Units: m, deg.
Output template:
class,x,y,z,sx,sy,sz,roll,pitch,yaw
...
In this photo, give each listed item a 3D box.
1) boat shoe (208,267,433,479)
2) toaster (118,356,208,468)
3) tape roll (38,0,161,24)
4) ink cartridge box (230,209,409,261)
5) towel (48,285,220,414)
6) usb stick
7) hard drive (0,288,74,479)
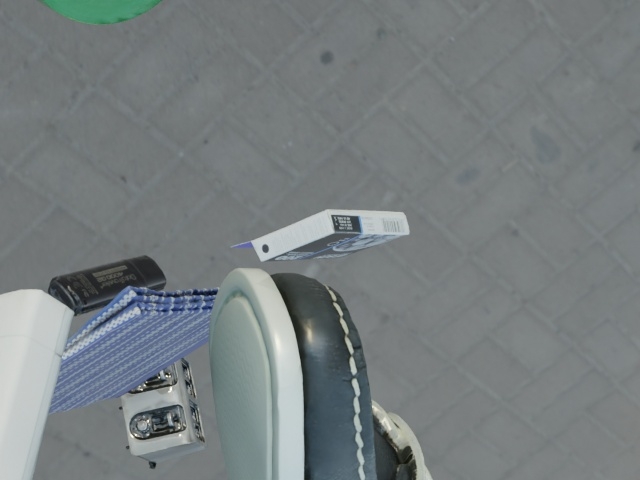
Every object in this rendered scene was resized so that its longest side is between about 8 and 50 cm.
class,x,y,z,sx,sy,sz,roll,pitch,yaw
boat shoe,0.005,0.119,0.506,0.091,0.114,0.302,-10,141,-12
toaster,-0.263,0.279,1.877,0.110,0.168,0.186,-13,163,0
tape roll,-0.292,-0.455,1.520,0.321,0.077,0.321,-30,138,-33
ink cartridge box,0.000,0.000,1.800,0.208,0.045,0.206,-19,169,37
towel,-0.211,0.114,1.183,0.243,0.040,0.336,-33,169,14
usb stick,-0.348,0.073,1.877,0.045,0.077,0.278,-45,169,21
hard drive,-0.285,0.212,0.701,0.233,0.353,0.047,-13,143,32
